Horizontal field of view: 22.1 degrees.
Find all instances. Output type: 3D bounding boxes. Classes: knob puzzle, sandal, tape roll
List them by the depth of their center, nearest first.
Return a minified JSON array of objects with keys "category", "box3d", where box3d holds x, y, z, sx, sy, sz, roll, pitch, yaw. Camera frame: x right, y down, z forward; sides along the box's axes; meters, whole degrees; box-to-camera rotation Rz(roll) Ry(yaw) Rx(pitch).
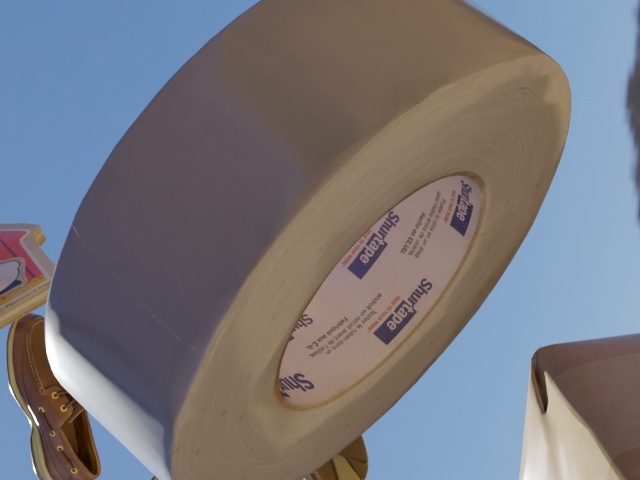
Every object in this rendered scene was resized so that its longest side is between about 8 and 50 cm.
[{"category":"tape roll","box3d":[0.000,0.000,0.636,0.219,0.072,0.219,-41,-24,-22]},{"category":"knob puzzle","box3d":[-0.261,0.033,1.012,0.030,0.213,0.213,66,-149,-25]},{"category":"sandal","box3d":[-0.010,0.119,1.206,0.049,0.072,0.180,-58,33,39]}]

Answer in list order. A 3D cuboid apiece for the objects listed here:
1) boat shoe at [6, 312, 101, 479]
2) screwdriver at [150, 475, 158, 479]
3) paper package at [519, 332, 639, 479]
[{"category":"boat shoe","box3d":[-0.247,0.151,1.554,0.064,0.060,0.178,-37,-60,-53]},{"category":"screwdriver","box3d":[-0.102,0.152,1.162,0.170,0.024,0.025,-54,-26,21]},{"category":"paper package","box3d":[0.305,0.212,1.085,0.168,0.325,0.309,-118,25,-58]}]
